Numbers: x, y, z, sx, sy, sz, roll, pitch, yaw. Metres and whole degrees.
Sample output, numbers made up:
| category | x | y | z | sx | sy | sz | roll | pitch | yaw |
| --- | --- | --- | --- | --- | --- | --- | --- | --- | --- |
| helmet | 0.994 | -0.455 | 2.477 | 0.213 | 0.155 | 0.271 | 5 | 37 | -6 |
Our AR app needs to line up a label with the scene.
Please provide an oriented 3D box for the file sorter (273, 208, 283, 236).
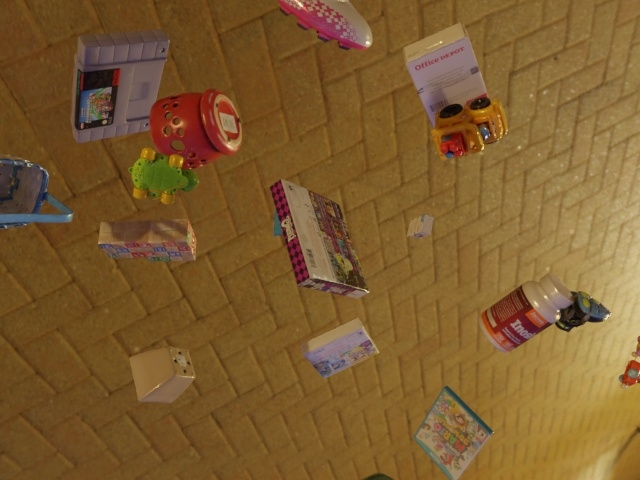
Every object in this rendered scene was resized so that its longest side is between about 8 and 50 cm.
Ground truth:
| category | x | y | z | sx | sy | sz | roll | pitch | yaw |
| --- | --- | --- | --- | --- | --- | --- | --- | --- | --- |
| file sorter | -0.101 | -0.081 | 2.189 | 0.105 | 0.118 | 0.170 | 15 | 161 | -35 |

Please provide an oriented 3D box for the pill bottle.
| category | x | y | z | sx | sy | sz | roll | pitch | yaw |
| --- | --- | --- | --- | --- | --- | --- | --- | --- | --- |
| pill bottle | 0.365 | 0.127 | 0.961 | 0.086 | 0.086 | 0.152 | 16 | 130 | -41 |

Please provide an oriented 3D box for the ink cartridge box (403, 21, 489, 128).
| category | x | y | z | sx | sy | sz | roll | pitch | yaw |
| --- | --- | --- | --- | --- | --- | --- | --- | --- | --- |
| ink cartridge box | 0.420 | -0.540 | 1.786 | 0.207 | 0.117 | 0.283 | -19 | 133 | 20 |

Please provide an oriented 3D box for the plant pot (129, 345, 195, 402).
| category | x | y | z | sx | sy | sz | roll | pitch | yaw |
| --- | --- | --- | --- | --- | --- | --- | --- | --- | --- |
| plant pot | -0.352 | 0.299 | 1.232 | 0.096 | 0.109 | 0.109 | -31 | 152 | 15 |

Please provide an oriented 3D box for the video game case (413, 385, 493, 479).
| category | x | y | z | sx | sy | sz | roll | pitch | yaw |
| --- | --- | --- | --- | --- | --- | --- | --- | --- | --- |
| video game case | 0.256 | 0.383 | 1.065 | 0.015 | 0.119 | 0.166 | -14 | 135 | -39 |

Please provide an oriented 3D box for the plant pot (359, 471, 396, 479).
| category | x | y | z | sx | sy | sz | roll | pitch | yaw |
| --- | --- | --- | --- | --- | --- | --- | --- | --- | --- |
| plant pot | 0.130 | 0.636 | 1.117 | 0.235 | 0.293 | 0.293 | -50 | 142 | -23 |

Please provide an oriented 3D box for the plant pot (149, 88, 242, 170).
| category | x | y | z | sx | sy | sz | roll | pitch | yaw |
| --- | --- | --- | --- | --- | --- | --- | --- | --- | --- |
| plant pot | -0.306 | -0.286 | 1.365 | 0.174 | 0.191 | 0.191 | -14 | 141 | 19 |

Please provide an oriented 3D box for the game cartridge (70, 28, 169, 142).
| category | x | y | z | sx | sy | sz | roll | pitch | yaw |
| --- | --- | --- | --- | --- | --- | --- | --- | --- | --- |
| game cartridge | -0.547 | -0.405 | 1.456 | 0.230 | 0.068 | 0.355 | -26 | 164 | -37 |

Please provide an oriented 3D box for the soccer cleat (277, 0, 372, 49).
| category | x | y | z | sx | sy | sz | roll | pitch | yaw |
| --- | --- | --- | --- | --- | --- | --- | --- | --- | --- |
| soccer cleat | -0.030 | -0.476 | 0.973 | 0.331 | 0.116 | 0.143 | 33 | 118 | -2 |

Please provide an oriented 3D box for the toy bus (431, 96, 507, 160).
| category | x | y | z | sx | sy | sz | roll | pitch | yaw |
| --- | --- | --- | --- | --- | --- | --- | --- | --- | --- |
| toy bus | 0.465 | -0.337 | 1.717 | 0.220 | 0.211 | 0.149 | -8 | 123 | 32 |

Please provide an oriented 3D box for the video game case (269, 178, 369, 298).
| category | x | y | z | sx | sy | sz | roll | pitch | yaw |
| --- | --- | --- | --- | --- | --- | --- | --- | --- | --- |
| video game case | 0.000 | 0.000 | 1.132 | 0.042 | 0.232 | 0.210 | -32 | 152 | 27 |

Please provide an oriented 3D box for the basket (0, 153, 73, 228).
| category | x | y | z | sx | sy | sz | roll | pitch | yaw |
| --- | --- | --- | --- | --- | --- | --- | --- | --- | --- |
| basket | -0.832 | -0.119 | 1.424 | 0.255 | 0.289 | 0.201 | 0 | 114 | -53 |

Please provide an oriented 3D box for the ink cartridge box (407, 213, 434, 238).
| category | x | y | z | sx | sy | sz | roll | pitch | yaw |
| --- | --- | --- | --- | --- | --- | --- | --- | --- | --- |
| ink cartridge box | 0.256 | -0.034 | 1.386 | 0.028 | 0.083 | 0.048 | 19 | 76 | -13 |

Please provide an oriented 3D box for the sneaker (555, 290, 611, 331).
| category | x | y | z | sx | sy | sz | roll | pitch | yaw |
| --- | --- | --- | --- | --- | --- | --- | --- | --- | --- |
| sneaker | 0.469 | 0.135 | 0.986 | 0.078 | 0.067 | 0.188 | -52 | 168 | 3 |

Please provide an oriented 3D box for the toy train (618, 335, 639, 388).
| category | x | y | z | sx | sy | sz | roll | pitch | yaw |
| --- | --- | --- | --- | --- | --- | --- | --- | --- | --- |
| toy train | 0.670 | 0.239 | 1.096 | 0.125 | 0.046 | 0.166 | -56 | 161 | -25 |

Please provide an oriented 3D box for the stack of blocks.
| category | x | y | z | sx | sy | sz | roll | pitch | yaw |
| --- | --- | --- | --- | --- | --- | --- | --- | --- | --- |
| stack of blocks | -0.602 | 0.004 | 1.906 | 0.298 | 0.087 | 0.171 | -2 | 155 | -4 |

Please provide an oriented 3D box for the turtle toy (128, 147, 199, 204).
| category | x | y | z | sx | sy | sz | roll | pitch | yaw |
| --- | --- | --- | --- | --- | --- | --- | --- | --- | --- |
| turtle toy | -0.287 | -0.118 | 0.995 | 0.130 | 0.066 | 0.095 | 11 | 100 | -28 |

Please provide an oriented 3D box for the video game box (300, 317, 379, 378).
| category | x | y | z | sx | sy | sz | roll | pitch | yaw |
| --- | --- | --- | --- | --- | --- | --- | --- | --- | --- |
| video game box | 0.064 | 0.344 | 1.714 | 0.205 | 0.048 | 0.187 | -26 | 135 | 5 |
